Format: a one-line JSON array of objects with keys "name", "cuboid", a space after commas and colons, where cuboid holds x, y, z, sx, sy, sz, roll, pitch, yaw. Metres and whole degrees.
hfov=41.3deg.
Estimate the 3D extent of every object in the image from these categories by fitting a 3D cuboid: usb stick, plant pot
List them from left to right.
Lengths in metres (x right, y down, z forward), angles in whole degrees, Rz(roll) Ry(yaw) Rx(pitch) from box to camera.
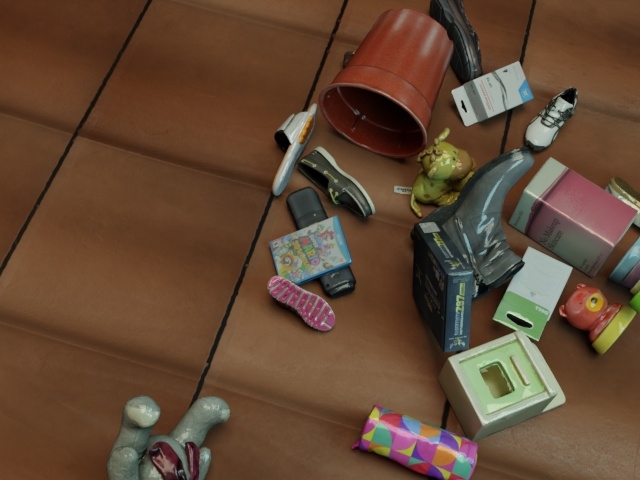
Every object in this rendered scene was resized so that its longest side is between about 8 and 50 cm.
[{"name": "usb stick", "cuboid": [0.000, 0.000, 1.907, 0.077, 0.045, 0.278, -18, 63, -10]}, {"name": "plant pot", "cuboid": [0.172, -0.380, 1.994, 0.272, 0.272, 0.265, 23, 69, 9]}]

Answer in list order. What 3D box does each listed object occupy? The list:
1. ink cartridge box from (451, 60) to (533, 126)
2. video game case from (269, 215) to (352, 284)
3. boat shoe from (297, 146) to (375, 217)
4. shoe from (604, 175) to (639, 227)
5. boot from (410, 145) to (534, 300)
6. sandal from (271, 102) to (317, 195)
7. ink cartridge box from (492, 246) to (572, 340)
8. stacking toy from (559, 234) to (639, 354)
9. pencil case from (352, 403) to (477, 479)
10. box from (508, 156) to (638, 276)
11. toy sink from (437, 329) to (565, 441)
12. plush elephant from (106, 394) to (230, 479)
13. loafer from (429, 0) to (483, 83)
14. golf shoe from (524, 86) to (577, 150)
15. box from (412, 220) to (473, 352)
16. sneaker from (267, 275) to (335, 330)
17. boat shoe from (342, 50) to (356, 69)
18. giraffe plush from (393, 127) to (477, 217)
[{"name": "ink cartridge box", "cuboid": [0.431, -0.366, 2.127, 0.180, 0.060, 0.104, -25, 95, -18]}, {"name": "video game case", "cuboid": [-0.023, 0.027, 1.868, 0.166, 0.015, 0.119, -21, 64, 10]}, {"name": "boat shoe", "cuboid": [0.036, -0.124, 1.968, 0.068, 0.081, 0.228, -33, 60, -18]}, {"name": "shoe", "cuboid": [0.763, -0.063, 2.007, 0.219, 0.058, 0.076, 43, 34, 15]}, {"name": "boot", "cuboid": [0.381, -0.025, 1.854, 0.338, 0.118, 0.223, -44, 65, 20]}, {"name": "sandal", "cuboid": [-0.080, -0.230, 2.005, 0.076, 0.102, 0.265, 22, 62, 5]}, {"name": "ink cartridge box", "cuboid": [0.459, 0.126, 1.860, 0.109, 0.062, 0.209, 27, 61, 11]}, {"name": "stacking toy", "cuboid": [0.655, 0.061, 1.795, 0.130, 0.279, 0.309, 38, 60, 15]}, {"name": "pencil case", "cuboid": [0.187, 0.402, 1.659, 0.236, 0.104, 0.104, 19, 60, 9]}, {"name": "box", "cuboid": [0.568, -0.052, 1.925, 0.232, 0.149, 0.127, 35, 63, 16]}, {"name": "toy sink", "cuboid": [0.383, 0.284, 1.721, 0.234, 0.131, 0.153, -17, 63, -14]}, {"name": "plush elephant", "cuboid": [-0.254, 0.461, 1.497, 0.255, 0.272, 0.330, 34, 91, 29]}, {"name": "loafer", "cuboid": [0.377, -0.538, 2.226, 0.095, 0.109, 0.303, -9, 58, -14]}, {"name": "golf shoe", "cuboid": [0.574, -0.309, 2.111, 0.077, 0.094, 0.198, 33, 64, 13]}, {"name": "box", "cuboid": [0.246, 0.090, 1.742, 0.059, 0.183, 0.233, -7, 28, -8]}, {"name": "sneaker", "cuboid": [-0.042, 0.131, 1.818, 0.170, 0.075, 0.063, 34, 87, -8]}, {"name": "boat shoe", "cuboid": [0.161, -0.454, 2.173, 0.206, 0.073, 0.073, 3, 62, -3]}, {"name": "giraffe plush", "cuboid": [0.284, -0.165, 1.955, 0.210, 0.170, 0.181, -8, 61, -9]}]
